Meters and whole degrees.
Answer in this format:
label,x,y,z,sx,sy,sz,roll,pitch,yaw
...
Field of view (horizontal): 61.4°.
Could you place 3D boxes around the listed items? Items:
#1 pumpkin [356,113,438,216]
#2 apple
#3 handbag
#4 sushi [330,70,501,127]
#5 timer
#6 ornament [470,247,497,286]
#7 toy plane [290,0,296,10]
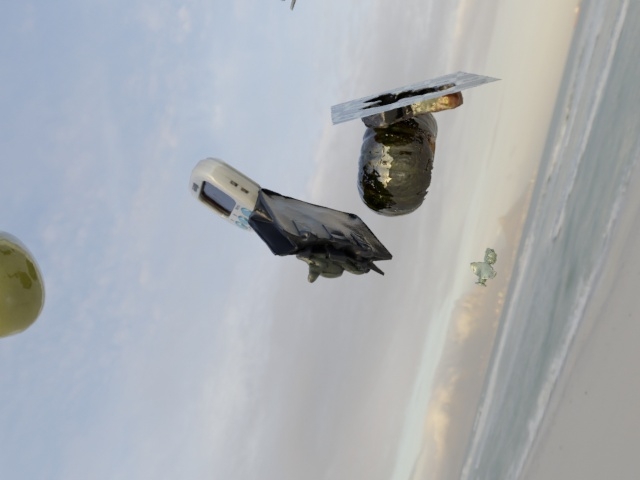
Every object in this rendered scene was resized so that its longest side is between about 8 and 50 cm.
label,x,y,z,sx,sy,sz,roll,pitch,yaw
pumpkin,0.204,-0.215,1.431,0.320,0.193,0.320,12,-90,-81
apple,-0.703,0.097,1.094,0.262,0.263,0.262,14,-90,-70
handbag,0.000,0.000,1.330,0.326,0.269,0.118,12,-67,-30
sushi,0.191,-0.291,1.199,0.320,0.340,0.068,-95,-11,-70
timer,-0.249,-0.127,1.505,0.087,0.237,0.262,-58,8,-20
ornament,0.410,0.068,1.341,0.041,0.068,0.092,19,-65,-48
toy plane,-0.094,-0.695,1.252,0.273,0.108,0.181,78,-167,-62
